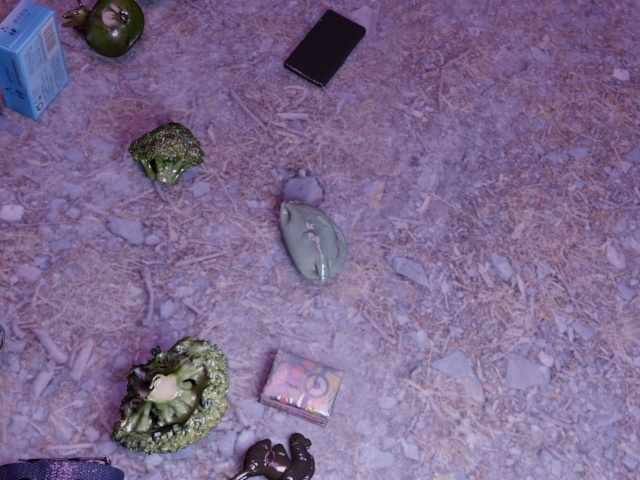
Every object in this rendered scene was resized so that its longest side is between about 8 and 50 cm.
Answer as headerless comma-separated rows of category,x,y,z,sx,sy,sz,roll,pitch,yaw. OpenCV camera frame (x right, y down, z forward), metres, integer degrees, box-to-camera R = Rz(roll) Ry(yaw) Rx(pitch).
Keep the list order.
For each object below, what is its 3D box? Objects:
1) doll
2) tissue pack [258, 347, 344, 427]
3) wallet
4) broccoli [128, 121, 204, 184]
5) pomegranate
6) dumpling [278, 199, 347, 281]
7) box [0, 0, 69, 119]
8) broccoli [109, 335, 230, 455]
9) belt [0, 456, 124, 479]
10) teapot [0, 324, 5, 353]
doll,-0.083,0.430,1.548,0.139,0.057,0.165,25,51,7
tissue pack,-0.037,0.294,1.628,0.148,0.060,0.108,20,58,1
wallet,0.014,-0.496,2.100,0.124,0.025,0.244,29,59,7
broccoli,-0.345,-0.198,1.818,0.162,0.146,0.137,10,92,-24
pomegranate,-0.528,-0.532,1.971,0.191,0.131,0.152,23,63,12
dumpling,-0.003,-0.005,1.775,0.149,0.105,0.216,-14,64,-17
box,-0.647,-0.399,1.813,0.083,0.232,0.142,24,60,4
broccoli,-0.282,0.296,1.522,0.226,0.176,0.198,-12,58,-32
belt,-0.465,0.444,1.432,0.231,0.139,0.126,1,55,-7
teapot,-0.729,0.210,1.487,0.294,0.129,0.193,-16,31,-21
